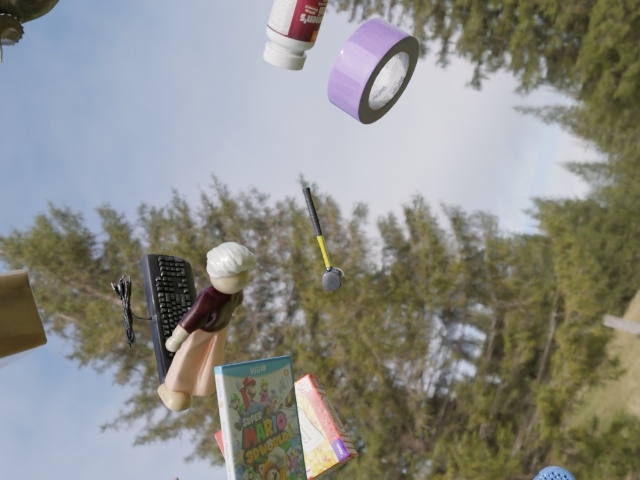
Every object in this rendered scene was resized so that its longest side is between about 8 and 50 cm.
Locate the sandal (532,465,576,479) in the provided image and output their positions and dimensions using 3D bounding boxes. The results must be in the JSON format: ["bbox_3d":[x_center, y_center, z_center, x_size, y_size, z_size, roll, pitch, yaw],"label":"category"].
[{"bbox_3d":[0.416,0.567,1.490,0.138,0.126,0.318,84,-155,-59],"label":"sandal"}]

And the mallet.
[{"bbox_3d":[0.000,0.000,1.414,0.062,0.039,0.190,-67,-41,-76],"label":"mallet"}]

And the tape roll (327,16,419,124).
[{"bbox_3d":[0.102,-0.323,1.543,0.189,0.080,0.189,-45,-23,-24],"label":"tape roll"}]

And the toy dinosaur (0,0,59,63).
[{"bbox_3d":[-0.549,-0.464,1.476,0.313,0.121,0.160,-47,-65,-20],"label":"toy dinosaur"}]

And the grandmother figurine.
[{"bbox_3d":[-0.202,0.150,1.508,0.343,0.104,0.208,-68,-10,27],"label":"grandmother figurine"}]

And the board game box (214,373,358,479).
[{"bbox_3d":[-0.057,0.328,1.294,0.193,0.147,0.045,-35,-25,10],"label":"board game box"}]

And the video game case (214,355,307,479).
[{"bbox_3d":[-0.069,0.227,0.963,0.119,0.015,0.166,0,-101,-48],"label":"video game case"}]

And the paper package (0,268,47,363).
[{"bbox_3d":[-0.741,0.198,1.533,0.324,0.309,0.168,-14,-100,-54],"label":"paper package"}]

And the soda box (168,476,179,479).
[{"bbox_3d":[-0.169,0.391,0.999,0.058,0.062,0.183,-68,-46,-75],"label":"soda box"}]

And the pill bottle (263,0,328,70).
[{"bbox_3d":[-0.056,-0.515,1.865,0.121,0.121,0.221,-37,-30,-59],"label":"pill bottle"}]

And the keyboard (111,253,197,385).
[{"bbox_3d":[-0.357,0.171,1.803,0.201,0.317,0.033,3,-32,-33],"label":"keyboard"}]
